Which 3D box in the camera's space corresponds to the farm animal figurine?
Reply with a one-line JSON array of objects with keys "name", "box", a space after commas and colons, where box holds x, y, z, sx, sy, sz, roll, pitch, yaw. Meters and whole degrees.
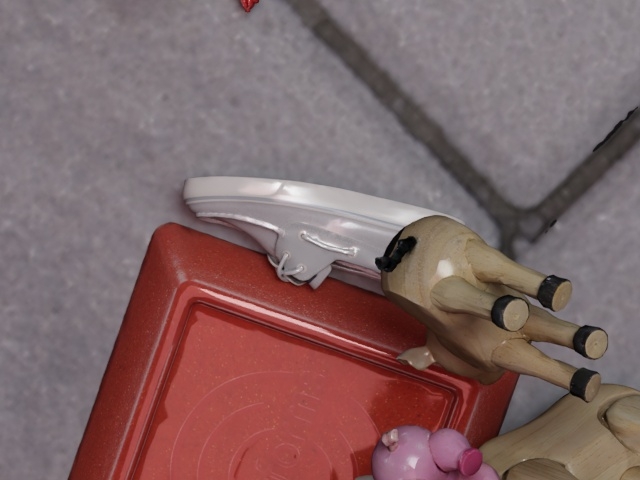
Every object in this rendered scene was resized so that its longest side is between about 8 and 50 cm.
[{"name": "farm animal figurine", "box": [0.109, 0.143, 1.199, 0.327, 0.172, 0.330, -2, 107, -42]}]

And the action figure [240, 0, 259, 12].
[{"name": "action figure", "box": [-0.011, -0.186, 1.244, 0.280, 0.091, 0.139, 16, 83, -2]}]

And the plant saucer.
[{"name": "plant saucer", "box": [-0.027, 0.150, 1.297, 0.259, 0.048, 0.258, 19, 94, -1]}]

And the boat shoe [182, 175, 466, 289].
[{"name": "boat shoe", "box": [0.000, 0.000, 1.277, 0.184, 0.066, 0.063, 12, 84, -11]}]
